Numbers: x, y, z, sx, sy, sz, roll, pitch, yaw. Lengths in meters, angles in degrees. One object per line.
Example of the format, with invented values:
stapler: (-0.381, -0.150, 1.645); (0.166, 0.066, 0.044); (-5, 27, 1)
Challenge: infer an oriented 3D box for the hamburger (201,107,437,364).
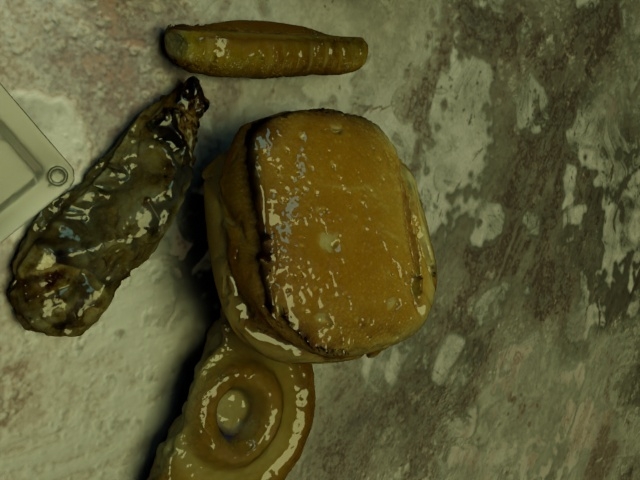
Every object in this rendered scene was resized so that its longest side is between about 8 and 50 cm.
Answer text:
hamburger: (-0.004, -0.006, 1.016); (0.284, 0.174, 0.304); (4, 71, -45)

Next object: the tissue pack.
tissue pack: (-0.354, -0.106, 0.723); (0.159, 0.136, 0.246); (-41, 118, -13)

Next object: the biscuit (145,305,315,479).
biscuit: (-0.096, 0.219, 1.060); (0.213, 0.091, 0.274); (22, 79, -39)

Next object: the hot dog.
hot dog: (-0.059, -0.232, 1.041); (0.289, 0.083, 0.068); (-6, 119, -40)

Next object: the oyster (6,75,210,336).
oyster: (-0.219, -0.044, 0.933); (0.129, 0.079, 0.345); (40, 72, -28)
